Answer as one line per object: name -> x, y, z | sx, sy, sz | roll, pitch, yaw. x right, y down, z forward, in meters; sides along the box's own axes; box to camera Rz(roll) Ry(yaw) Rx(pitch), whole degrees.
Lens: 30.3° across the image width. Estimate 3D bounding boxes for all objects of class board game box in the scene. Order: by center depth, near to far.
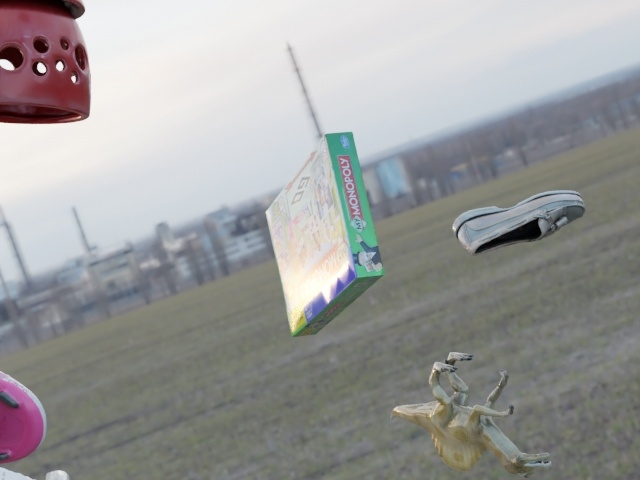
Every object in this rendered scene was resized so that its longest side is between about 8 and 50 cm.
board game box -> 0.000, 0.000, 1.749 | 0.046, 0.214, 0.317 | -5, -18, -20

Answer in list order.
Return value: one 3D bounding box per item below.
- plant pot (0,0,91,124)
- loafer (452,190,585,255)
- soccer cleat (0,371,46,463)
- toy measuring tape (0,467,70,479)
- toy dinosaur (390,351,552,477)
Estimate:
plant pot -> -0.404, -0.251, 1.582 | 0.191, 0.174, 0.191 | -1, -4, 0
loafer -> 0.182, -0.011, 1.058 | 0.125, 0.039, 0.045 | -12, -42, -12
soccer cleat -> -0.453, 0.169, 1.329 | 0.331, 0.116, 0.143 | 8, 6, 7
toy measuring tape -> -0.366, 0.134, 1.059 | 0.330, 0.121, 0.121 | 22, -9, -14
toy dinosaur -> 0.109, 0.144, 0.990 | 0.053, 0.093, 0.183 | -6, 14, -41
